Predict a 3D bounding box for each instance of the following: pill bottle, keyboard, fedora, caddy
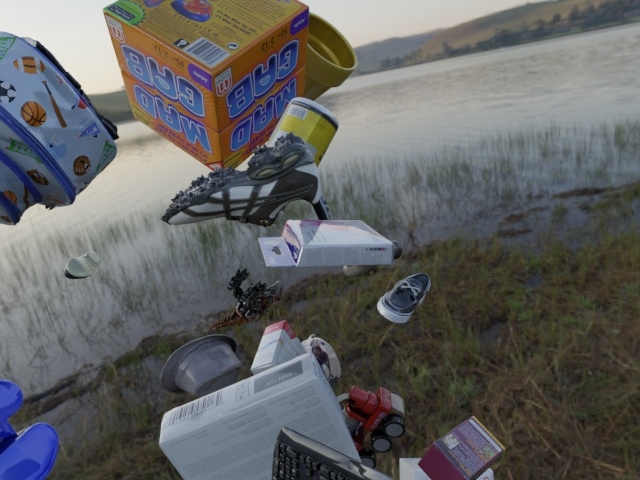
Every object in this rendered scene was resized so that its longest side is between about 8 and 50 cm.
[{"bbox_3d":[-0.050,-0.159,0.931,0.103,0.184,0.103,28,-4,2],"label":"pill bottle"},{"bbox_3d":[0.044,0.382,0.657,0.033,0.201,0.317,-8,9,-44],"label":"keyboard"},{"bbox_3d":[-0.358,0.425,1.631,0.124,0.243,0.275,38,18,31],"label":"fedora"},{"bbox_3d":[-0.649,0.411,0.902,0.179,0.241,0.341,-32,10,12],"label":"caddy"}]

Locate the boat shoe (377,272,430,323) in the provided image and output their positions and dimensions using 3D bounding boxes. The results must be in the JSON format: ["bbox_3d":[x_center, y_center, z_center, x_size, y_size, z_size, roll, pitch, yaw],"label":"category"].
[{"bbox_3d":[0.275,0.168,1.598,0.108,0.102,0.301,35,25,22],"label":"boat shoe"}]

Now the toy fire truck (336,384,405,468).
[{"bbox_3d":[0.073,0.473,1.333,0.246,0.217,0.158,29,23,-7],"label":"toy fire truck"}]

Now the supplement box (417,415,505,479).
[{"bbox_3d":[0.324,0.492,1.161,0.188,0.080,0.104,-6,40,-47],"label":"supplement box"}]

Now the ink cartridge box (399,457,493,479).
[{"bbox_3d":[0.422,0.856,1.719,0.270,0.198,0.197,2,-12,-4],"label":"ink cartridge box"}]

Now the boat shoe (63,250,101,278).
[{"bbox_3d":[-0.491,0.057,1.040,0.042,0.049,0.133,-39,12,3],"label":"boat shoe"}]

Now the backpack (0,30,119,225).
[{"bbox_3d":[-0.419,-0.148,0.675,0.263,0.276,0.213,0,54,34],"label":"backpack"}]

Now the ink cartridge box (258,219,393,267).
[{"bbox_3d":[0.000,0.000,1.437,0.330,0.071,0.324,0,14,-12],"label":"ink cartridge box"}]

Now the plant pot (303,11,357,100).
[{"bbox_3d":[-0.048,-0.566,1.661,0.239,0.254,0.254,-42,-6,40],"label":"plant pot"}]

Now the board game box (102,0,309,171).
[{"bbox_3d":[-0.284,-0.470,1.376,0.356,0.356,0.356,34,61,16],"label":"board game box"}]

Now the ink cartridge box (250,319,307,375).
[{"bbox_3d":[-0.109,0.324,1.376,0.072,0.127,0.175,-21,23,20],"label":"ink cartridge box"}]

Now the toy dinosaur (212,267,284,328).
[{"bbox_3d":[-0.270,0.248,1.985,0.164,0.218,0.322,14,41,21],"label":"toy dinosaur"}]

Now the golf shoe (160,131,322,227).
[{"bbox_3d":[-0.092,-0.044,0.594,0.198,0.094,0.077,-21,27,17],"label":"golf shoe"}]

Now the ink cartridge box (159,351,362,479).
[{"bbox_3d":[-0.079,0.435,0.991,0.308,0.385,0.091,-24,24,2],"label":"ink cartridge box"}]

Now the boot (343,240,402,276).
[{"bbox_3d":[0.126,0.058,1.626,0.161,0.083,0.246,-5,-17,-46],"label":"boot"}]

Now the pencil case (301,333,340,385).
[{"bbox_3d":[-0.120,0.459,1.565,0.410,0.183,0.160,-31,-10,-35],"label":"pencil case"}]

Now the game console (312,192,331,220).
[{"bbox_3d":[-0.024,-0.188,1.860,0.060,0.386,0.342,-24,49,2],"label":"game console"}]
